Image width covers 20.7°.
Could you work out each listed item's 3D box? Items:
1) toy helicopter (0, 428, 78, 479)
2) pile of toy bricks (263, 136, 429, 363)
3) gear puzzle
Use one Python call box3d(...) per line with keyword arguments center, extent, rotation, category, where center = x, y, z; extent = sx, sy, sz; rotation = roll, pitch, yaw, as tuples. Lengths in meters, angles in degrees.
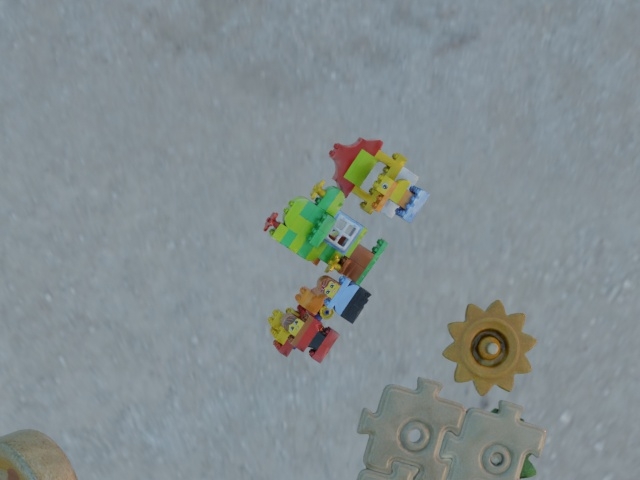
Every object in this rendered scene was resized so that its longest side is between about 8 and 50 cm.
box3d(center=(-0.266, 0.224, 1.235), extent=(0.140, 0.355, 0.235), rotation=(-17, 83, -41), category="toy helicopter")
box3d(center=(0.000, 0.000, 1.575), extent=(0.105, 0.118, 0.212), rotation=(33, 91, -14), category="pile of toy bricks")
box3d(center=(0.105, 0.214, 1.588), extent=(0.175, 0.044, 0.339), rotation=(16, 90, -10), category="gear puzzle")
